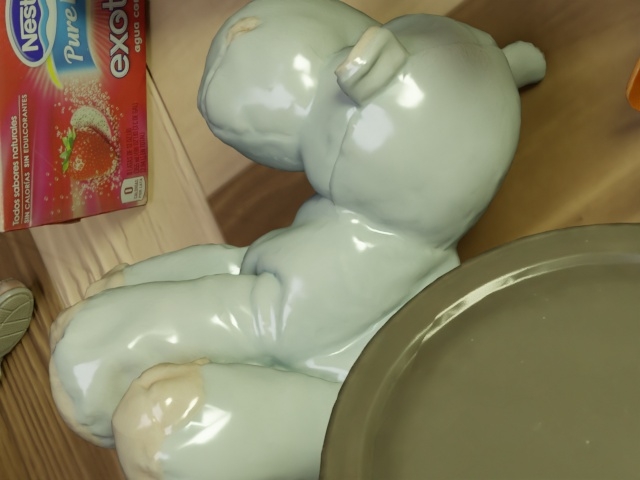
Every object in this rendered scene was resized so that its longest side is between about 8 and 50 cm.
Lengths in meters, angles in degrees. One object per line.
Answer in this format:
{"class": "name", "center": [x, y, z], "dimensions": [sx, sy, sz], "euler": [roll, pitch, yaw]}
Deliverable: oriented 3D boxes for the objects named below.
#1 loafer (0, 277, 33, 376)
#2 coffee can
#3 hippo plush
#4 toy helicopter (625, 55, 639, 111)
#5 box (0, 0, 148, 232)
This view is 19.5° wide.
{"class": "loafer", "center": [-0.237, 0.068, 1.294], "dimensions": [0.039, 0.045, 0.125], "euler": [52, 132, 30]}
{"class": "coffee can", "center": [0.129, 0.155, 0.754], "dimensions": [0.201, 0.201, 0.275], "euler": [30, 156, 34]}
{"class": "hippo plush", "center": [0.000, 0.000, 0.930], "dimensions": [0.294, 0.234, 0.236], "euler": [25, 116, 37]}
{"class": "toy helicopter", "center": [0.249, -0.118, 0.777], "dimensions": [0.235, 0.140, 0.355], "euler": [35, 111, 42]}
{"class": "box", "center": [-0.193, -0.143, 1.150], "dimensions": [0.128, 0.123, 0.256], "euler": [12, 107, 41]}
